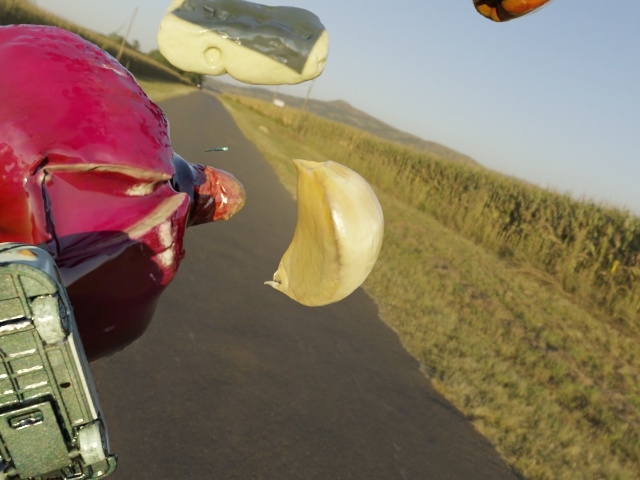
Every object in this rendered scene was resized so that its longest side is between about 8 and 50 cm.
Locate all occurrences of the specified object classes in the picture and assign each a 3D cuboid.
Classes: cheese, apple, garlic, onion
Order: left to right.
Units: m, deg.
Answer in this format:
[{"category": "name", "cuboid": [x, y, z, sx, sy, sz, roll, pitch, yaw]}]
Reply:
[{"category": "onion", "cuboid": [-0.283, -0.059, 0.673, 0.398, 0.398, 0.420, 26, 31, 28]}, {"category": "cheese", "cuboid": [-0.117, -0.321, 0.839, 0.263, 0.093, 0.159, 9, 44, -3]}, {"category": "garlic", "cuboid": [0.008, 0.016, 0.953, 0.196, 0.338, 0.151, 37, 47, 20]}, {"category": "apple", "cuboid": [0.313, -0.425, 0.825, 0.156, 0.158, 0.147, 36, -16, -11]}]

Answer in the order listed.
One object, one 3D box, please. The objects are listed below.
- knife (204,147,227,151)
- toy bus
[{"category": "knife", "cuboid": [-0.214, -0.184, 1.081, 0.014, 0.005, 0.091, -12, 12, -35]}, {"category": "toy bus", "cuboid": [-0.204, 0.087, 0.367, 0.087, 0.193, 0.089, -12, 31, -18]}]
